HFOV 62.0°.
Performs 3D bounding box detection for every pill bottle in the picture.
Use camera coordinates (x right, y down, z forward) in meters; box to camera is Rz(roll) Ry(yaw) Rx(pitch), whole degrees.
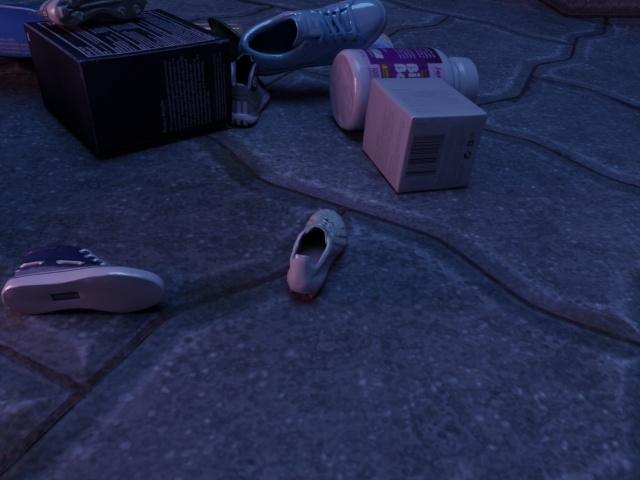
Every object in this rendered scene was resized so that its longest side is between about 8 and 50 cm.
[{"bbox_3d":[0.185,-0.334,1.168,0.301,0.169,0.169,-8,38,-17],"label":"pill bottle"}]

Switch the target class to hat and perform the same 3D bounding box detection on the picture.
[{"bbox_3d":[-0.285,-0.441,1.354,0.183,0.173,0.208,-48,55,-7],"label":"hat"}]

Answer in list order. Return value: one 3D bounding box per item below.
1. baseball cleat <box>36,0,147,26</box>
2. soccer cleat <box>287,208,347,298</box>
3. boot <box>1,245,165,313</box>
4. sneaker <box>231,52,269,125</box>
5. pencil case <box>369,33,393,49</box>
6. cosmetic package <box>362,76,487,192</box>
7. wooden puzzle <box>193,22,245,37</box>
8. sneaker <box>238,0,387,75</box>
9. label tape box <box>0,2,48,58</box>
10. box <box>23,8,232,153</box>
[{"bbox_3d":[-0.448,-0.465,1.039,0.109,0.072,0.206,19,33,31],"label":"baseball cleat"},{"bbox_3d":[0.000,0.000,0.761,0.068,0.076,0.196,12,36,8],"label":"soccer cleat"},{"bbox_3d":[-0.289,0.040,0.670,0.189,0.069,0.086,0,39,-6],"label":"boot"},{"bbox_3d":[-0.157,-0.357,1.182,0.086,0.132,0.229,3,36,-3],"label":"sneaker"},{"bbox_3d":[0.138,-0.454,1.371,0.124,0.114,0.273,-14,33,11],"label":"pencil case"},{"bbox_3d":[0.186,-0.204,1.004,0.151,0.151,0.184,-6,39,-17],"label":"cosmetic package"},{"bbox_3d":[-0.300,-0.560,1.525,0.220,0.044,0.239,-9,43,-20],"label":"wooden puzzle"},{"bbox_3d":[-0.013,-0.467,1.216,0.365,0.135,0.150,-21,8,0],"label":"sneaker"},{"bbox_3d":[-0.685,-0.465,1.196,0.249,0.115,0.348,2,20,-6],"label":"label tape box"},{"bbox_3d":[-0.382,-0.334,1.075,0.294,0.183,0.296,-23,42,-34],"label":"box"}]
